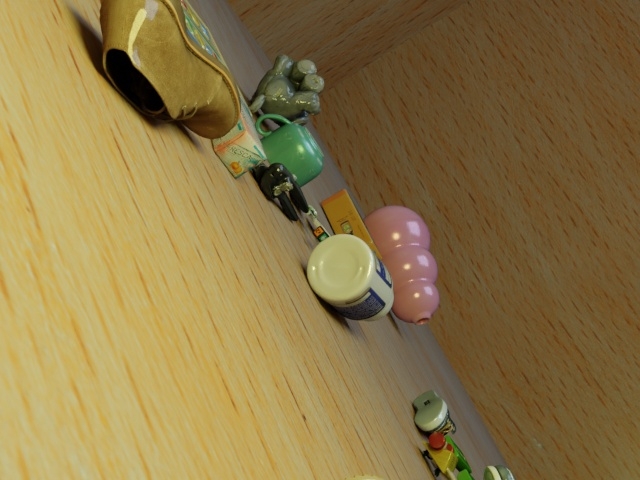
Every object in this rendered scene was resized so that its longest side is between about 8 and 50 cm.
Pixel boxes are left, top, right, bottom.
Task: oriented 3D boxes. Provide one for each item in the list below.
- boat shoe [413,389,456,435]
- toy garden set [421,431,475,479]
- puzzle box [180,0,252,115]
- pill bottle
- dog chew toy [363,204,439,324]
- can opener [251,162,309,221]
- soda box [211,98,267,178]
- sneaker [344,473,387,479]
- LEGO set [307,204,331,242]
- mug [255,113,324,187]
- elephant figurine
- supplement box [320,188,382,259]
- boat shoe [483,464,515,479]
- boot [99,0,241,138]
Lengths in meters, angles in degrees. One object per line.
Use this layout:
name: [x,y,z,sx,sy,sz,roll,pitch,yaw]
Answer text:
boat shoe: [0.221,0.338,1.641,0.083,0.065,0.183,57,5,-2]
toy garden set: [0.245,0.438,1.459,0.204,0.049,0.244,53,9,-54]
puzzle box: [-0.262,-0.386,1.425,0.409,0.052,0.272,50,10,-53]
pill bottle: [0.058,0.070,1.448,0.112,0.112,0.187,62,7,27]
dog chew toy: [0.215,0.072,2.337,0.206,0.206,0.332,48,20,-57]
can opener: [-0.058,-0.086,1.529,0.073,0.059,0.186,62,7,31]
soda box: [-0.135,-0.171,1.354,0.063,0.058,0.183,54,8,-35]
sneaker: [0.102,0.308,0.708,0.282,0.099,0.153,44,9,-40]
LEGO set: [0.000,0.000,1.733,0.182,0.060,0.244,51,1,-17]
mug: [-0.059,-0.188,1.837,0.158,0.097,0.129,53,9,-44]
elephant figurine: [-0.080,-0.317,2.112,0.239,0.186,0.169,118,-19,-68]
supplement box: [0.076,-0.026,2.208,0.080,0.078,0.233,57,6,-39]
boat shoe: [0.375,0.526,1.554,0.116,0.099,0.319,-139,-153,-80]
boot: [-0.177,-0.176,1.027,0.305,0.112,0.115,55,36,-65]
